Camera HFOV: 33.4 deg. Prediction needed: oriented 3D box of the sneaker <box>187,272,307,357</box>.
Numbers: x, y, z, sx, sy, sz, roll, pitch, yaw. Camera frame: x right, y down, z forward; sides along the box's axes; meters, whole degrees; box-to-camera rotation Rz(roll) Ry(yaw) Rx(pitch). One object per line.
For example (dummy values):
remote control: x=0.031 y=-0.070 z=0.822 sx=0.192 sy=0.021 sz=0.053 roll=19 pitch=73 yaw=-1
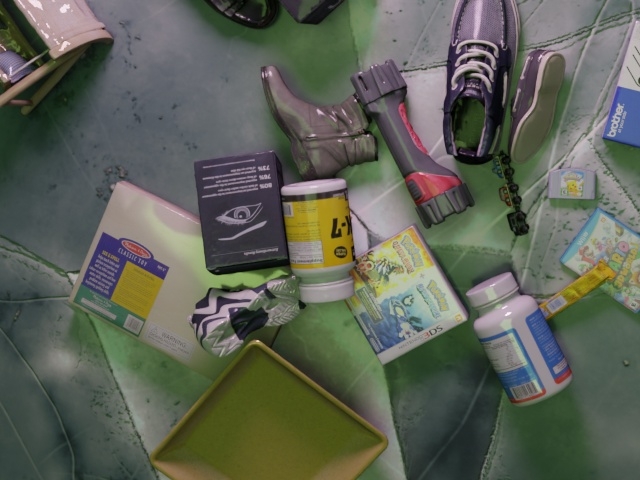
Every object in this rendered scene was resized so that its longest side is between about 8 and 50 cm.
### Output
sneaker: x=-0.143 y=0.114 z=1.976 sx=0.235 sy=0.153 sz=0.094 roll=-36 pitch=125 yaw=-17

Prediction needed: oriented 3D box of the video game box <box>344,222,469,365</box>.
video game box: x=0.146 y=0.102 z=1.984 sx=0.187 sy=0.048 sz=0.205 roll=-31 pitch=91 yaw=13

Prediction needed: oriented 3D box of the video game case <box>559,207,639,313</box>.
video game case: x=0.529 y=0.036 z=1.903 sx=0.166 sy=0.015 sz=0.119 roll=35 pitch=104 yaw=6

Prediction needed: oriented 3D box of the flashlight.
flashlight: x=0.168 y=-0.176 z=1.917 sx=0.103 sy=0.103 sz=0.304 roll=-26 pitch=87 yaw=12

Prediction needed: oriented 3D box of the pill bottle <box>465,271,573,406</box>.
pill bottle: x=0.350 y=0.174 z=1.908 sx=0.124 sy=0.124 sz=0.221 roll=-26 pitch=91 yaw=15

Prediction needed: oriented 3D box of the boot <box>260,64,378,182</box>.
boot: x=0.001 y=-0.233 z=1.963 sx=0.161 sy=0.083 sz=0.246 roll=-25 pitch=94 yaw=4

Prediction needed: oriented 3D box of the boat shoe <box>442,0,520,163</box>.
boat shoe: x=0.275 y=-0.294 z=1.838 sx=0.127 sy=0.158 sz=0.340 roll=2 pitch=99 yaw=12

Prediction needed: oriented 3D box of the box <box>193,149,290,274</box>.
box: x=-0.140 y=-0.048 z=1.960 sx=0.153 sy=0.108 sz=0.207 roll=-7 pitch=82 yaw=4

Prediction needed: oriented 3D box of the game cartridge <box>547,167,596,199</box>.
game cartridge: x=0.448 y=-0.101 z=1.902 sx=0.083 sy=0.017 sz=0.056 roll=2 pitch=95 yaw=12

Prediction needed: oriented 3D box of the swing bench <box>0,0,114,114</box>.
swing bench: x=-0.576 y=-0.409 z=2.011 sx=0.255 sy=0.165 sz=0.253 roll=-37 pitch=88 yaw=15

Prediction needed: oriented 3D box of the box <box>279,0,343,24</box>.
box: x=-0.048 y=-0.535 z=1.884 sx=0.165 sy=0.143 sz=0.270 roll=-39 pitch=89 yaw=17

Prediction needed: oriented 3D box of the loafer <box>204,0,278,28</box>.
loafer: x=-0.208 y=-0.499 z=1.950 sx=0.302 sy=0.095 sz=0.109 roll=44 pitch=105 yaw=4

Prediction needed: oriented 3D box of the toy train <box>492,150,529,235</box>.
toy train: x=0.340 y=-0.084 z=1.924 sx=0.036 sy=0.027 sz=0.158 roll=-14 pitch=95 yaw=25

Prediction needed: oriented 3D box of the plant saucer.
plant saucer: x=-0.097 y=0.383 z=2.033 sx=0.333 sy=0.081 sz=0.332 roll=38 pitch=104 yaw=-11

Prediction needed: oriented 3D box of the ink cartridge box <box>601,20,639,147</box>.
ink cartridge box: x=0.560 y=-0.264 z=1.837 sx=0.097 sy=0.046 sz=0.207 roll=16 pitch=101 yaw=11

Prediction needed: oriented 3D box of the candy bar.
candy bar: x=0.454 y=0.093 z=1.916 sx=0.161 sy=0.018 sz=0.040 roll=-39 pitch=87 yaw=24

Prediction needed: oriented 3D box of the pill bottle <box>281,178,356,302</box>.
pill bottle: x=0.000 y=0.000 z=1.895 sx=0.119 sy=0.119 sz=0.208 roll=-5 pitch=98 yaw=13

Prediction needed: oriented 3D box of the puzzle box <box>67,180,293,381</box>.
puzzle box: x=-0.263 y=0.090 z=2.071 sx=0.409 sy=0.052 sz=0.272 roll=27 pitch=103 yaw=8

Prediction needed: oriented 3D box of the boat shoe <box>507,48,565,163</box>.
boat shoe: x=0.371 y=-0.239 z=1.888 sx=0.065 sy=0.075 sz=0.206 roll=37 pitch=116 yaw=50
